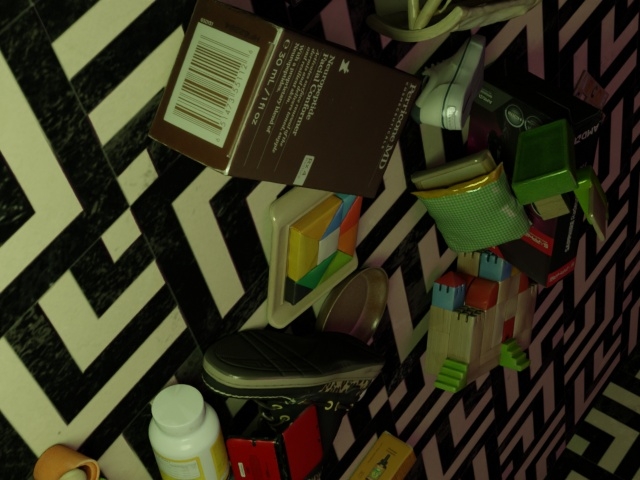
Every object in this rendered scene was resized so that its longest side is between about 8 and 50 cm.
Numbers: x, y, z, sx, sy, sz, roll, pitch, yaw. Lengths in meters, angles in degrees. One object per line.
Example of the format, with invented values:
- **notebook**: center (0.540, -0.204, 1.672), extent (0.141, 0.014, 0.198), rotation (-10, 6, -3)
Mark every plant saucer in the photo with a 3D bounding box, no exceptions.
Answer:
- **plant saucer**: center (0.047, 0.128, 2.024), extent (0.198, 0.036, 0.199), rotation (-38, 143, -36)

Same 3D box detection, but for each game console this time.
- **game console**: center (-0.068, 0.317, 1.781), extent (0.085, 0.124, 0.144), rotation (-78, 166, -45)

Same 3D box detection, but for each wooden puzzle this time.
- **wooden puzzle**: center (0.000, 0.000, 1.830), extent (0.221, 0.044, 0.239), rotation (-37, 143, -37)

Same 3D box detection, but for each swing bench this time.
- **swing bench**: center (0.223, -0.415, 1.714), extent (0.253, 0.165, 0.255), rotation (-24, 134, -49)

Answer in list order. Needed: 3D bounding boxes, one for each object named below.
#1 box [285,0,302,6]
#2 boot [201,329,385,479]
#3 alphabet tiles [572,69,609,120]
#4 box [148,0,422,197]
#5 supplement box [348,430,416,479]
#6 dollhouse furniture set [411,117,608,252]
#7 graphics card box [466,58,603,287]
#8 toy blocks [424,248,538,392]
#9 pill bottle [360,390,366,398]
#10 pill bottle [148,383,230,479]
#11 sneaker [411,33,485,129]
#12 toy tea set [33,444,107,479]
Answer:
- **box**: center (0.009, -0.408, 1.444), extent (0.190, 0.045, 0.184), rotation (-40, 149, -12)
- **boot**: center (-0.075, 0.288, 1.861), extent (0.377, 0.138, 0.284), rotation (0, 119, -54)
- **alphabet tiles**: center (0.570, -0.252, 2.578), extent (0.237, 0.009, 0.198), rotation (18, 98, -61)
- **box**: center (-0.033, -0.175, 1.533), extent (0.381, 0.143, 0.191), rotation (2, 112, -61)
- **supplement box**: center (0.100, 0.509, 2.394), extent (0.233, 0.078, 0.080), rotation (-52, 150, -17)
- **dollhouse furniture set**: center (0.310, -0.047, 1.969), extent (0.197, 0.301, 0.151), rotation (56, 29, -31)
- **graphics card box**: center (0.375, -0.118, 2.136), extent (0.094, 0.233, 0.371), rotation (-29, 139, -30)
- **toy blocks**: center (0.334, 0.121, 2.376), extent (0.381, 0.190, 0.261), rotation (-19, 118, -52)
- **pill bottle**: center (0.039, 0.247, 2.061), extent (0.043, 0.083, 0.043), rotation (-39, 144, -36)
- **pill bottle**: center (-0.193, 0.293, 1.705), extent (0.103, 0.103, 0.184), rotation (-43, 146, -31)
- **sneaker**: center (0.212, -0.267, 1.907), extent (0.258, 0.091, 0.094), rotation (-60, 155, -52)
- **toy tea set**: center (-0.315, 0.421, 1.592), extent (0.200, 0.124, 0.336), rotation (-49, 149, -22)
